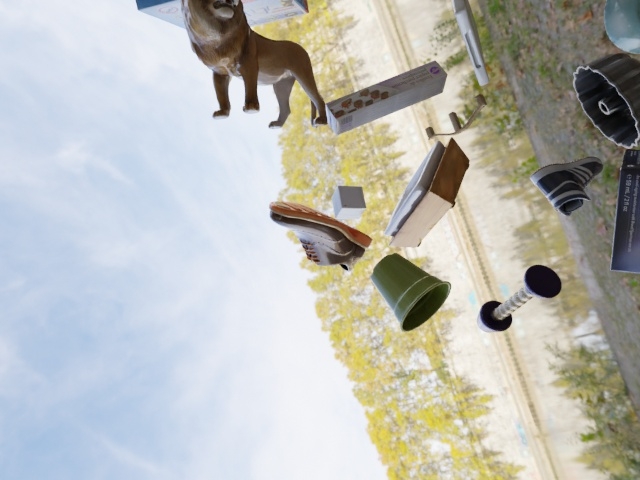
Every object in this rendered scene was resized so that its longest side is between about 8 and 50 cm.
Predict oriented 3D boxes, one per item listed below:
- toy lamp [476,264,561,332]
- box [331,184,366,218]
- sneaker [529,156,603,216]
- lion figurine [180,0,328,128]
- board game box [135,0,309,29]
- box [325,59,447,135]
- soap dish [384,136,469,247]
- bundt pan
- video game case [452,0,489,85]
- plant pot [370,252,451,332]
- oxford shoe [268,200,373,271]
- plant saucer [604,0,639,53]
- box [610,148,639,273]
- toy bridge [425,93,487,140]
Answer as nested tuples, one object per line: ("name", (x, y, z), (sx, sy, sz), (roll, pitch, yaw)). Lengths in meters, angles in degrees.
("toy lamp", (0.420, 0.141, 0.894), (0.275, 0.080, 0.080), (98, 165, -60))
("box", (0.106, -0.143, 1.530), (0.087, 0.101, 0.101), (119, 147, -59))
("sneaker", (0.801, -0.168, 1.262), (0.099, 0.282, 0.153), (112, 141, -56))
("lion figurine", (-0.115, -0.364, 0.825), (0.392, 0.142, 0.240), (-11, -82, -61))
("board game box", (-0.214, -0.578, 0.945), (0.302, 0.308, 0.086), (-52, -45, -70))
("box", (0.170, -0.369, 1.047), (0.067, 0.324, 0.063), (81, 163, -63))
("soap dish", (0.311, -0.126, 1.194), (0.229, 0.118, 0.291), (-60, -3, -32))
("bundt pan", (1.004, -0.477, 1.348), (0.331, 0.124, 0.331), (49, -161, -24))
("video game case", (0.285, -0.428, 0.786), (0.173, 0.022, 0.190), (40, -137, -46))
("plant pot", (0.107, 0.059, 0.514), (0.079, 0.083, 0.083), (46, -179, 36))
("oxford shoe", (0.000, 0.000, 1.041), (0.363, 0.133, 0.130), (22, -175, -44))
("plant saucer", (0.696, -0.490, 0.831), (0.037, 0.194, 0.195), (-82, -32, -65))
("box", (0.921, -0.069, 1.015), (0.182, 0.294, 0.296), (-37, -57, -44))
("toy bridge", (0.385, -0.336, 1.155), (0.026, 0.188, 0.063), (-7, -106, -44))
